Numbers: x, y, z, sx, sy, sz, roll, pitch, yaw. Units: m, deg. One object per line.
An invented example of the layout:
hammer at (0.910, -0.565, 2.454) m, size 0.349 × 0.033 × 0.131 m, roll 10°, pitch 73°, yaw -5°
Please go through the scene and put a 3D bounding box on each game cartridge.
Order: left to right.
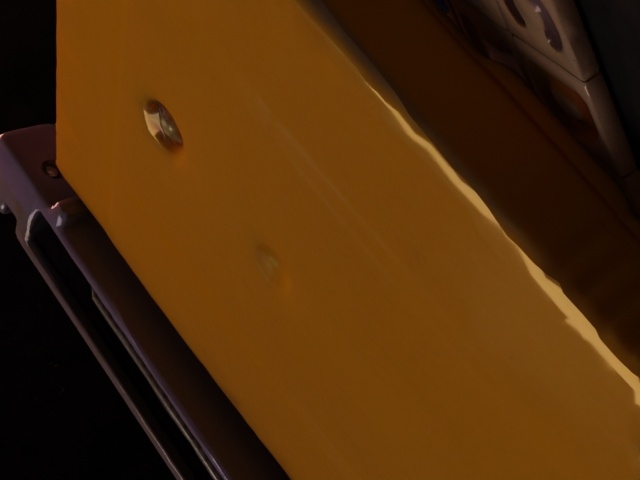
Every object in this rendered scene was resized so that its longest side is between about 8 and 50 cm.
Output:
game cartridge at (0.000, 0.000, 0.513) m, size 0.323 × 0.053 × 0.285 m, roll 50°, pitch 153°, yaw 17°
game cartridge at (0.001, 0.056, 0.712) m, size 0.355 × 0.230 × 0.068 m, roll 52°, pitch 139°, yaw 20°

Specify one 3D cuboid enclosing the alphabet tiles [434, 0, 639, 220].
alphabet tiles at (0.033, -0.092, 0.429) m, size 0.198 × 0.009 × 0.237 m, roll 49°, pitch 173°, yaw 50°
